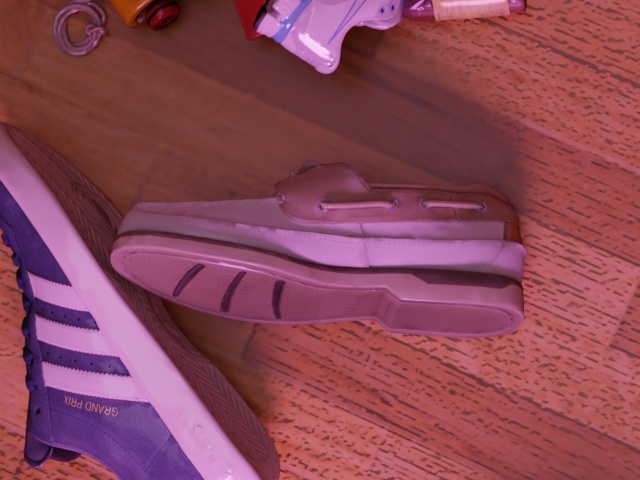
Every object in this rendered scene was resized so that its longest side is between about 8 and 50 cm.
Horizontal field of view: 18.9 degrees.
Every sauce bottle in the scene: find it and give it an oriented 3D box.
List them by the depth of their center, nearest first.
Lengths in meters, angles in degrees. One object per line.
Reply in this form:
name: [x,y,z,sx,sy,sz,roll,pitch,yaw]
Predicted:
sauce bottle: [0.089,-0.184,1.434,0.128,0.042,0.042,-4,87,9]

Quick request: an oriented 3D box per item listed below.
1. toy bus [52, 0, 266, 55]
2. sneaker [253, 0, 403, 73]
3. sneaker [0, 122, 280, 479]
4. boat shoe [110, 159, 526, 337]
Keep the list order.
toy bus: [-0.119,-0.236,1.427,0.191,0.104,0.202,8,89,16]
sneaker: [0.038,-0.201,1.406,0.083,0.071,0.190,42,83,-11]
sneaker: [-0.184,0.081,1.427,0.148,0.131,0.350,-36,79,12]
boat shoe: [0.000,0.000,1.398,0.302,0.113,0.103,8,68,-12]
